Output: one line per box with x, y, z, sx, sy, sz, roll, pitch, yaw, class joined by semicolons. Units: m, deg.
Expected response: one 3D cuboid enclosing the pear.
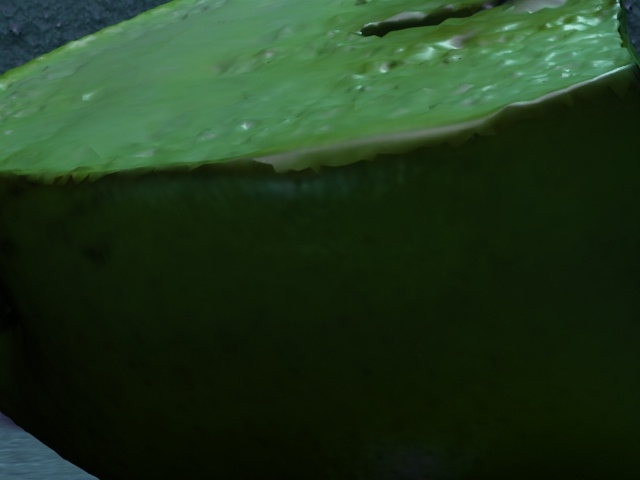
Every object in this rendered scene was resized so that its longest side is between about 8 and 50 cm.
-0.005;0.011;0.695;0.282;0.176;0.286;-11;18;9;pear
